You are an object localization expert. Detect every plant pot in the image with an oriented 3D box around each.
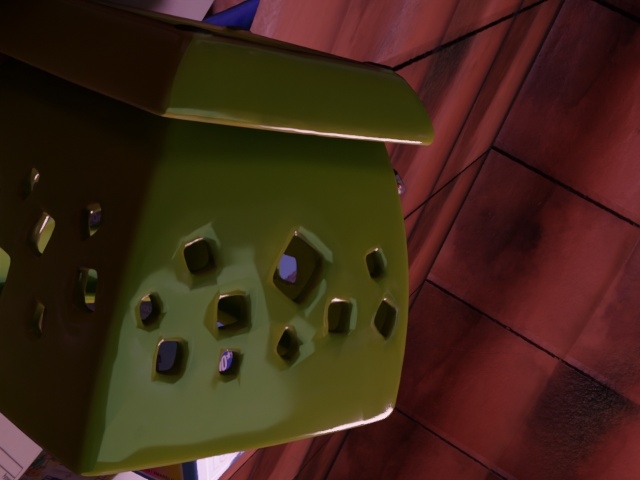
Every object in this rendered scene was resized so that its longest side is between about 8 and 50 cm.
[{"bbox_3d":[-0.083,-0.021,0.540,0.228,0.227,0.207,-1,109,-46],"label":"plant pot"}]

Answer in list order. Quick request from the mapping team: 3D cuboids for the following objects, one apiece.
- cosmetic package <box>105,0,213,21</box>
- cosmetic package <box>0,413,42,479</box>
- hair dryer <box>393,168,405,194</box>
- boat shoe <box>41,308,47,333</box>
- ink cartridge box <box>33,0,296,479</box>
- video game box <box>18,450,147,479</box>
[{"bbox_3d":[-0.105,-0.241,0.633,0.238,0.107,0.127,-56,164,0],"label":"cosmetic package"},{"bbox_3d":[-0.351,0.207,0.659,0.296,0.129,0.153,-52,162,-24],"label":"cosmetic package"},{"bbox_3d":[0.000,0.000,1.390,0.293,0.080,0.223,-42,-165,-4],"label":"hair dryer"},{"bbox_3d":[-0.186,0.080,1.009,0.277,0.096,0.098,-28,145,-64],"label":"boat shoe"},{"bbox_3d":[-0.105,-0.015,0.847,0.270,0.151,0.395,-40,136,-49],"label":"ink cartridge box"},{"bbox_3d":[-0.266,0.234,0.890,0.205,0.187,0.048,-39,122,-51],"label":"video game box"}]
